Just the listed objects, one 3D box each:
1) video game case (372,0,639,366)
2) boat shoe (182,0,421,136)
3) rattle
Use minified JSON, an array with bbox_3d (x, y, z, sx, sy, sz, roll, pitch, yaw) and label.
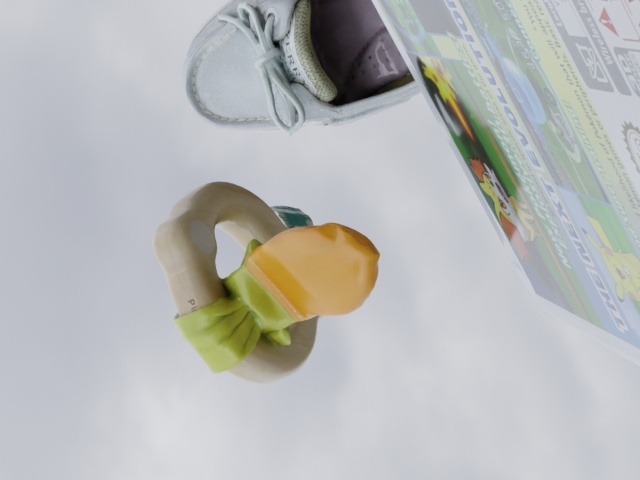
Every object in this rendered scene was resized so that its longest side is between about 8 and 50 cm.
[{"bbox_3d":[0.050,-0.094,0.416,0.329,0.036,0.300,60,173,-15],"label":"video game case"},{"bbox_3d":[0.032,-0.141,1.116,0.103,0.320,0.118,-30,-72,-60],"label":"boat shoe"},{"bbox_3d":[0.000,0.000,0.995,0.130,0.143,0.200,54,-152,15],"label":"rattle"}]
